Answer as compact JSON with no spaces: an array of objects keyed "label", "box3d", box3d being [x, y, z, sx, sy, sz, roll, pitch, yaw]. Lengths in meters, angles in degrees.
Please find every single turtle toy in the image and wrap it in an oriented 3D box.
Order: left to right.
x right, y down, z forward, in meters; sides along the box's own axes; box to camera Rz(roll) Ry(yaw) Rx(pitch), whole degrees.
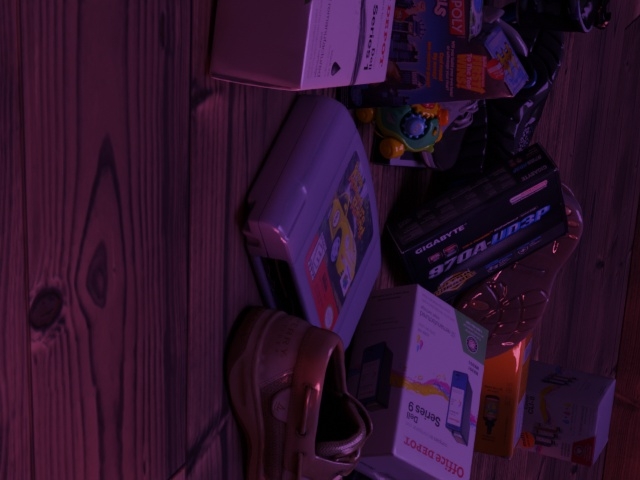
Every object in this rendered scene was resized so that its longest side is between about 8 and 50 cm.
[{"label":"turtle toy","box3d":[0.091,-0.153,1.600,0.095,0.130,0.066,-23,168,-45]}]

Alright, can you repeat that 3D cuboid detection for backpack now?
[{"label":"backpack","box3d":[0.314,-0.430,1.907,0.225,0.191,0.253,-61,159,-45]}]

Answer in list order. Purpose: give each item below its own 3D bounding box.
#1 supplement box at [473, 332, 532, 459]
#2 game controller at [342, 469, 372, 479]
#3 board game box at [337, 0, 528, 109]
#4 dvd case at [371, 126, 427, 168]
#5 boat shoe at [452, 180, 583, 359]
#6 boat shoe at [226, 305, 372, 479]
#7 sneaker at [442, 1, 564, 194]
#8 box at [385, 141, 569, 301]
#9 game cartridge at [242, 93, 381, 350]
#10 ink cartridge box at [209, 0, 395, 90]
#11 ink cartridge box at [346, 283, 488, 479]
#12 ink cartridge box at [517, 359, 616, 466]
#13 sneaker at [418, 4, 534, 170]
[{"label":"supplement box","box3d":[0.295,0.235,2.370,0.080,0.078,0.233,-40,138,-64]},{"label":"game controller","box3d":[0.023,0.322,1.732,0.166,0.067,0.319,100,15,-50]},{"label":"board game box","box3d":[0.116,-0.217,1.481,0.060,0.194,0.194,-50,146,-53]},{"label":"dvd case","box3d":[0.126,-0.177,1.768,0.239,0.030,0.179,-5,105,-68]},{"label":"boat shoe","box3d":[0.270,0.038,2.053,0.116,0.123,0.324,-91,-153,-53]},{"label":"boat shoe","box3d":[-0.009,0.206,1.485,0.341,0.110,0.121,76,31,-49]},{"label":"sneaker","box3d":[0.237,-0.165,1.987,0.139,0.125,0.340,83,27,-79]},{"label":"box","box3d":[0.202,-0.014,1.830,0.051,0.220,0.175,61,-2,31]},{"label":"game cartridge","box3d":[0.000,0.000,1.493,0.294,0.060,0.196,75,28,-50]},{"label":"ink cartridge box","box3d":[-0.007,-0.221,1.297,0.219,0.093,0.160,-21,120,-66]},{"label":"ink cartridge box","box3d":[0.110,0.179,1.706,0.154,0.093,0.212,34,58,-40]},{"label":"ink cartridge box","box3d":[0.429,0.310,2.627,0.127,0.176,0.128,-36,133,-58]},{"label":"sneaker","box3d":[0.182,-0.172,1.686,0.086,0.132,0.228,-54,148,-48]}]
